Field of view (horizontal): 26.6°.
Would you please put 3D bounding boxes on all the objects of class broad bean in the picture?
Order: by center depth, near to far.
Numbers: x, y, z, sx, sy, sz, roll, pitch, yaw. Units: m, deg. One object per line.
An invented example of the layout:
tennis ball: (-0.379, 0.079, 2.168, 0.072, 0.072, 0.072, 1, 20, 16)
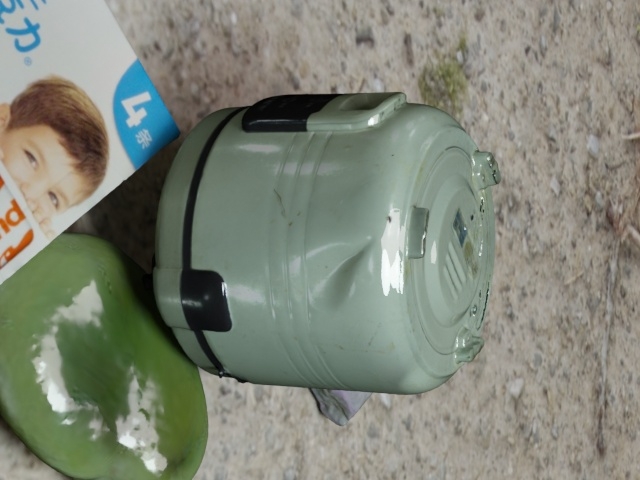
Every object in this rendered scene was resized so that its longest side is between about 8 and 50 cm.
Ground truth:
broad bean: (-0.160, 0.096, 1.008, 0.228, 0.100, 0.169, 49, 50, -36)

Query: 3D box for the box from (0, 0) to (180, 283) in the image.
box: (-0.250, -0.114, 0.910, 0.265, 0.048, 0.273, -46, 116, -37)

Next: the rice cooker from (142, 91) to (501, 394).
rice cooker: (0.000, 0.000, 1.010, 0.226, 0.244, 0.226, 3, 87, -61)

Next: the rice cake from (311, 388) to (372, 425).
rice cake: (-0.009, 0.023, 1.203, 0.106, 0.050, 0.298, -48, 125, -35)
